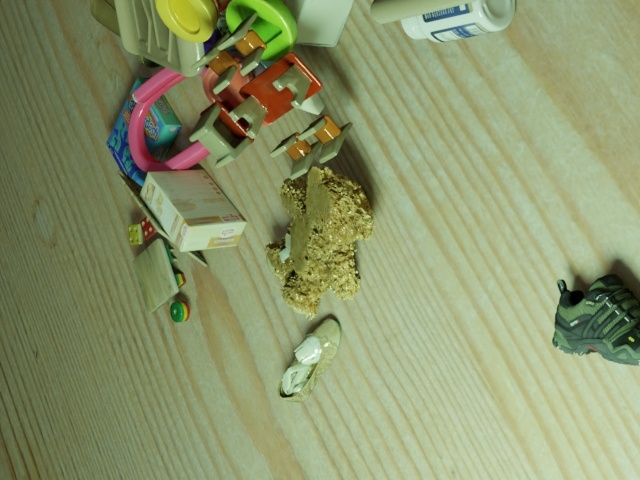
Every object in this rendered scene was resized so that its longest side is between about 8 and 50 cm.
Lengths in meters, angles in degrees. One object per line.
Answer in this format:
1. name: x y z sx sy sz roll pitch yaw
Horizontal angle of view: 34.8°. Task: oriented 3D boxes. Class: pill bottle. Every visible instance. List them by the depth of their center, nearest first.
1. pill bottle: 0.207 -0.358 1.576 0.169 0.094 0.094 -1 94 49

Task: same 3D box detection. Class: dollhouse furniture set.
1. dollhouse furniture set: -0.105 -0.240 1.778 0.259 0.135 0.262 -27 114 42

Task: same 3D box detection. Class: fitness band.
1. fitness band: -0.304 -0.259 2.159 0.291 0.054 0.209 -29 74 32

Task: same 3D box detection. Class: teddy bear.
1. teddy bear: 0.000 0.000 1.864 0.245 0.113 0.338 51 137 40

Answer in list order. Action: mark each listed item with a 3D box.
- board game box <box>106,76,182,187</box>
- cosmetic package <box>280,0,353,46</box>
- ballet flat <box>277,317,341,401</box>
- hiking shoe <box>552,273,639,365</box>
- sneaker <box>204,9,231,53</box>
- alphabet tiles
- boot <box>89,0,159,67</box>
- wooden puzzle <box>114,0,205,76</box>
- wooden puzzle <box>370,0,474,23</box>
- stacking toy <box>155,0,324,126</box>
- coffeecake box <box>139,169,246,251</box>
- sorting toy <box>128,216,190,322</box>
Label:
1. board game box: -0.405 -0.241 2.325 0.160 0.047 0.210 57 131 28
2. cosmetic package: -0.071 -0.500 1.866 0.309 0.113 0.160 47 127 36
3. ballet flat: -0.025 0.234 1.930 0.073 0.067 0.206 47 127 36
4. hiking shoe: 0.411 0.106 1.404 0.227 0.086 0.114 1 98 50
5. sneaker: -0.221 -0.428 2.051 0.146 0.102 0.293 -47 60 42
6. alphabet tiles: -0.349 -0.056 2.193 0.009 0.198 0.237 -42 57 3
7. boot: -0.421 -0.543 2.280 0.269 0.089 0.236 46 126 37
8. wooden puzzle: -0.318 -0.508 2.016 0.348 0.080 0.322 28 131 53
9. wooden puzzle: 0.200 -0.440 1.553 0.221 0.044 0.238 -1 59 49
10. stacking toy: -0.114 -0.363 1.831 0.280 0.130 0.309 8 138 35
11. coffeecake box: -0.265 -0.065 2.112 0.185 0.142 0.068 49 128 34
12. sorting toy: -0.365 0.071 2.314 0.132 0.046 0.274 -37 67 45
